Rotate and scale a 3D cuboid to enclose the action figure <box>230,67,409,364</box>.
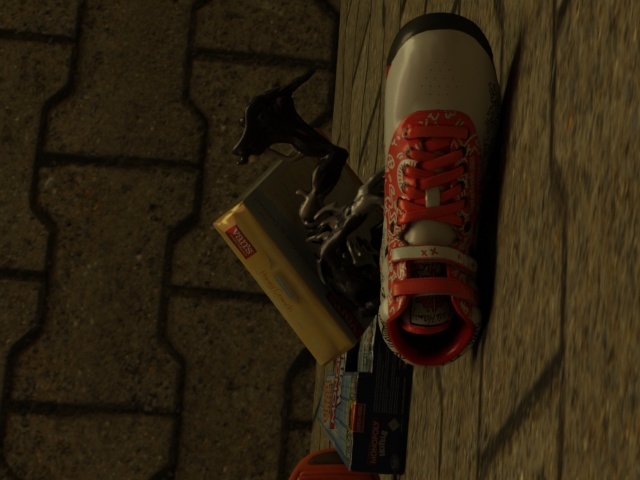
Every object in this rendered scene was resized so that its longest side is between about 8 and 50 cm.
[{"bbox_3d":[0.039,-0.028,1.601,0.275,0.141,0.164,54,-166,1],"label":"action figure"}]

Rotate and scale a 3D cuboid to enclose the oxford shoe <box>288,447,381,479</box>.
[{"bbox_3d":[0.010,0.381,1.767,0.132,0.130,0.363,89,-178,-51],"label":"oxford shoe"}]

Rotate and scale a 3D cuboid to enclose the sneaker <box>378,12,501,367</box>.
[{"bbox_3d":[0.090,-0.027,1.325,0.145,0.090,0.270,-90,3,-48],"label":"sneaker"}]

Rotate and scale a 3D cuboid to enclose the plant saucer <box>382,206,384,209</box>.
[{"bbox_3d":[0.063,0.046,2.021,0.188,0.045,0.188,144,131,-85],"label":"plant saucer"}]

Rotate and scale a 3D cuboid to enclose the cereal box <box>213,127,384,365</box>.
[{"bbox_3d":[0.000,0.000,1.712,0.047,0.173,0.240,-34,6,27],"label":"cereal box"}]

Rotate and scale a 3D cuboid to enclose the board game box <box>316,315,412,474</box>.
[{"bbox_3d":[0.045,0.145,1.858,0.194,0.060,0.194,159,116,-77],"label":"board game box"}]
